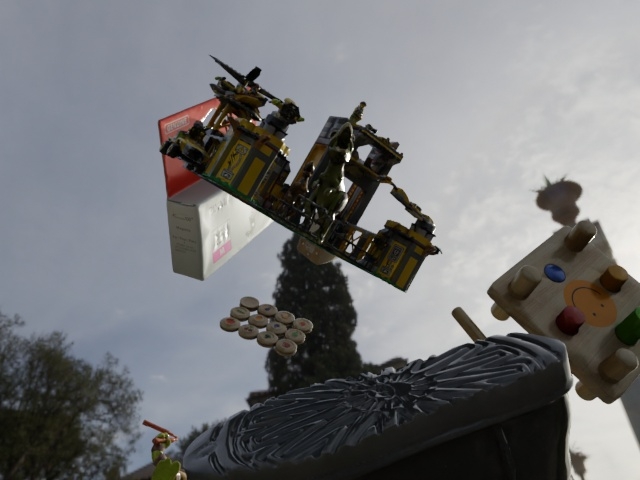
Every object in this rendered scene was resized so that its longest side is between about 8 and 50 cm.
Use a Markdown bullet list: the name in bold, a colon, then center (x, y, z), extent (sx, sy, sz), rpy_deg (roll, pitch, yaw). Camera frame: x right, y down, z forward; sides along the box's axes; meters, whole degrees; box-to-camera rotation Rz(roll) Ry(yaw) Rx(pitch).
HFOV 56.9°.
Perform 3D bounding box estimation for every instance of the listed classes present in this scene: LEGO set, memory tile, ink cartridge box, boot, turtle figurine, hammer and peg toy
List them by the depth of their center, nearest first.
- **boot**: center (0.103, 0.349, 0.546), extent (0.367, 0.146, 0.445), rpy_deg (-13, -83, -7)
- **LEGO set**: center (0.006, -0.100, 0.695), extent (0.331, 0.255, 0.192), rpy_deg (30, -92, -22)
- **ink cartridge box**: center (-0.143, -0.105, 0.943), extent (0.060, 0.275, 0.239), rpy_deg (13, -60, 19)
- **hammer and peg toy**: center (0.404, 0.127, 0.967), extent (0.361, 0.266, 0.127), rpy_deg (-29, -27, -32)
- **memory tile**: center (-0.095, 0.149, 1.050), extent (0.148, 0.113, 0.012), rpy_deg (19, -62, 15)
- **turtle figurine**: center (-0.272, 0.452, 1.115), extent (0.087, 0.269, 0.217), rpy_deg (-37, -9, -19)

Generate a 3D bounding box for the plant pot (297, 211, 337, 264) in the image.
- **plant pot**: center (0.000, 0.000, 1.565), extent (0.109, 0.096, 0.109), rpy_deg (37, -43, 18)
